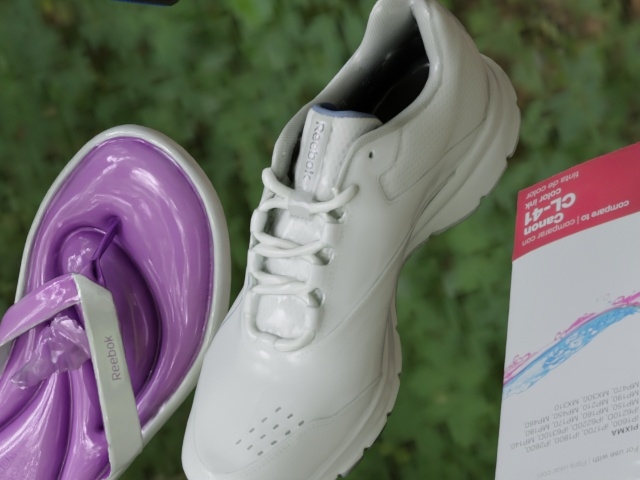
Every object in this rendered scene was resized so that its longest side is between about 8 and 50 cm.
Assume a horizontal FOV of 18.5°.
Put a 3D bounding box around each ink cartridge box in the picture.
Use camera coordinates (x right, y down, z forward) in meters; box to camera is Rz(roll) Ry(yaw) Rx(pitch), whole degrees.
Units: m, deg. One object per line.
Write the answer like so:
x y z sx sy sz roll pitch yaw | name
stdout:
0.235 0.120 1.373 0.226 0.131 0.306 44 -138 -35 | ink cartridge box

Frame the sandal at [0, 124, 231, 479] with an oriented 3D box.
-0.189 0.107 1.487 0.416 0.169 0.102 -64 -9 27 | sandal

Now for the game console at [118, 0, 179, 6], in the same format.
-0.199 -0.315 1.399 0.250 0.173 0.293 48 -159 17 | game console

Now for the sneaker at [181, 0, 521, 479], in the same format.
0.000 0.000 1.023 0.297 0.111 0.129 -65 -29 -18 | sneaker
